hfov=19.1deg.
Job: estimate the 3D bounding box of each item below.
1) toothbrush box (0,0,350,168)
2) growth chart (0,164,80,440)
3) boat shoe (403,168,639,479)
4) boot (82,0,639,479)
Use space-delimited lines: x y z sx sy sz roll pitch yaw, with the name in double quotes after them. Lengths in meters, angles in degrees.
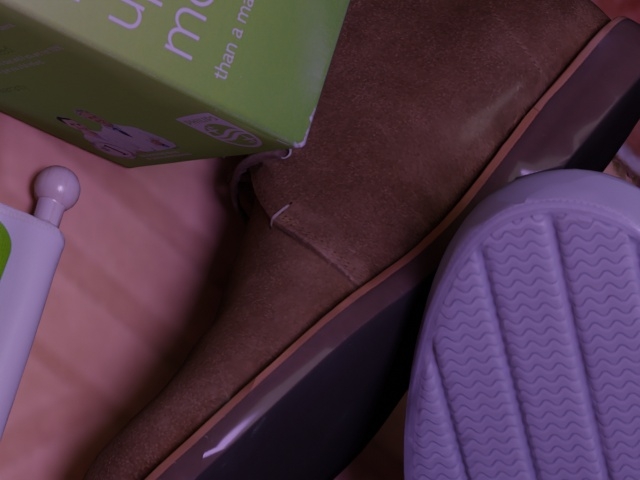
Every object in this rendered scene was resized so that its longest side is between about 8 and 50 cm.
-0.115 -0.170 0.585 0.283 0.122 0.206 25 75 -29 "toothbrush box"
-0.184 0.006 0.568 0.237 0.021 0.172 22 64 -33 "growth chart"
0.113 0.110 0.692 0.119 0.121 0.335 -58 141 -52 "boat shoe"
0.000 0.000 0.686 0.115 0.112 0.305 37 57 12 "boot"
